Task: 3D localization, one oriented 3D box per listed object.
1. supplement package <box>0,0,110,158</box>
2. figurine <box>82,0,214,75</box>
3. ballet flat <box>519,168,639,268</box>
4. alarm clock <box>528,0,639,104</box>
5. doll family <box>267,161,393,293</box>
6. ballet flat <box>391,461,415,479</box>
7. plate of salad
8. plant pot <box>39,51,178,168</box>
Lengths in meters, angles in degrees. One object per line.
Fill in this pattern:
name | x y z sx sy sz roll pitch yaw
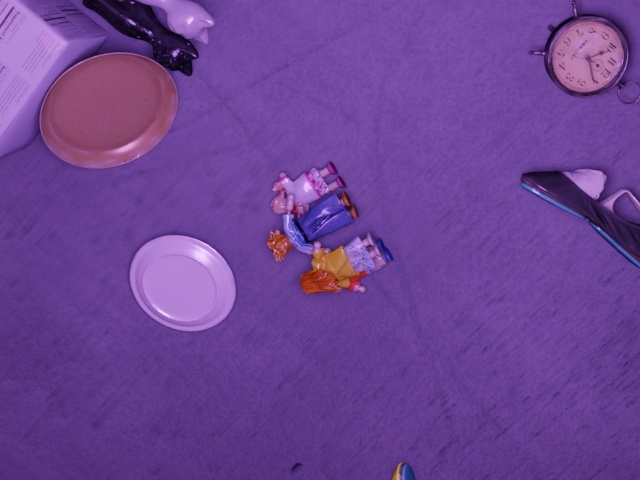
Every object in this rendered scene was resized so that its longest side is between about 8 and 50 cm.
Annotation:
supplement package | -0.505 -0.279 1.575 0.145 0.204 0.262 40 107 -5
figurine | -0.264 -0.370 1.522 0.209 0.215 0.092 43 69 -6
ballet flat | 0.466 -0.061 1.613 0.280 0.095 0.096 32 98 -15
alarm clock | 0.445 -0.288 1.551 0.192 0.064 0.129 39 107 -4
doll family | 0.000 0.000 1.656 0.163 0.118 0.263 -30 102 14
ballet flat | 0.159 0.533 1.835 0.077 0.077 0.231 -10 109 26
plate of salad | -0.250 0.076 1.743 0.200 0.048 0.199 5 117 9
plant pot | -0.356 -0.222 1.605 0.236 0.032 0.236 -19 140 -17
